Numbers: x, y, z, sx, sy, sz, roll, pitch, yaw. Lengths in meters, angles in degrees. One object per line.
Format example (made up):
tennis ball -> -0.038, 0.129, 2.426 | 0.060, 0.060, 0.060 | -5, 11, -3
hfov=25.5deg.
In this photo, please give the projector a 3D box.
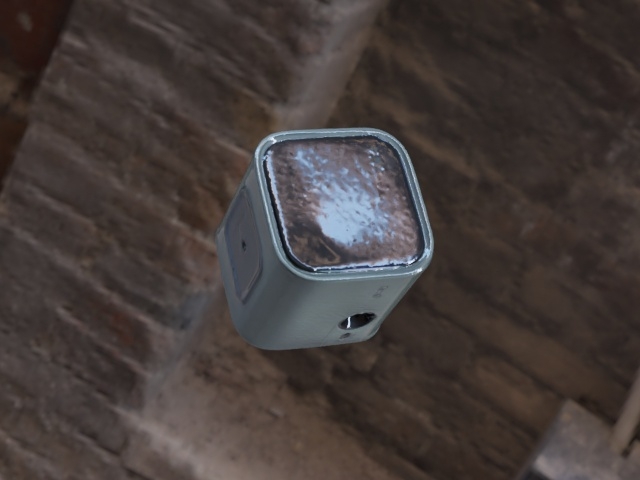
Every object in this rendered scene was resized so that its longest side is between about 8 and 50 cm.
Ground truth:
projector -> 0.000, 0.000, 0.709 | 0.083, 0.082, 0.083 | -3, 63, -21
